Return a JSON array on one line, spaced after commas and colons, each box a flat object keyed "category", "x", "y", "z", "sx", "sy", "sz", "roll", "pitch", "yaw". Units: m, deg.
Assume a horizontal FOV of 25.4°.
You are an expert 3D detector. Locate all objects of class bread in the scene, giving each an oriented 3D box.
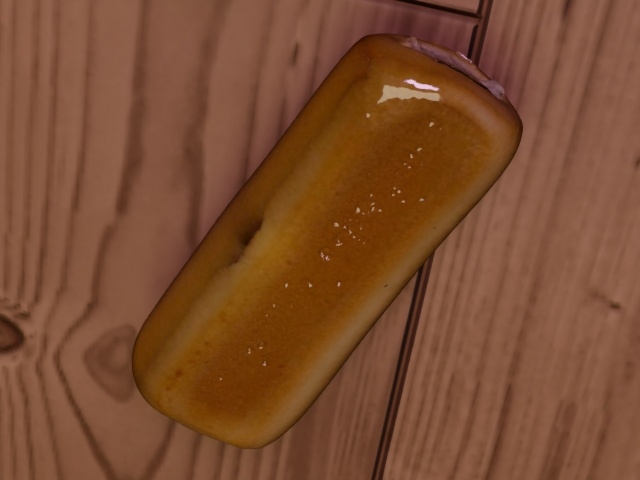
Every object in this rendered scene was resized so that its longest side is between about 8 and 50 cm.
[{"category": "bread", "x": 0.000, "y": 0.000, "z": 0.655, "sx": 0.093, "sy": 0.074, "sz": 0.239, "roll": 29, "pitch": 125, "yaw": -14}]
